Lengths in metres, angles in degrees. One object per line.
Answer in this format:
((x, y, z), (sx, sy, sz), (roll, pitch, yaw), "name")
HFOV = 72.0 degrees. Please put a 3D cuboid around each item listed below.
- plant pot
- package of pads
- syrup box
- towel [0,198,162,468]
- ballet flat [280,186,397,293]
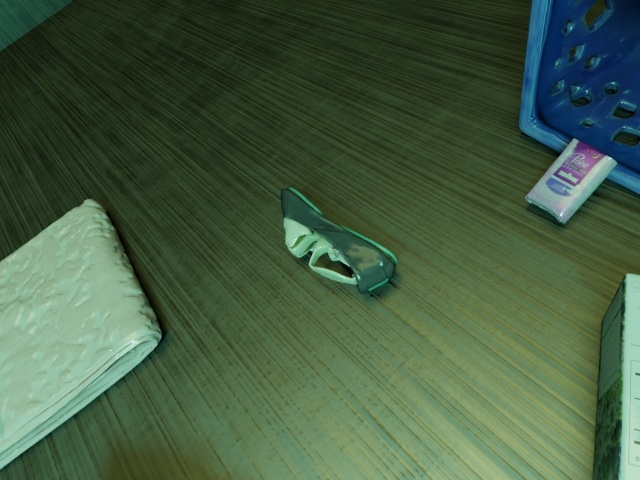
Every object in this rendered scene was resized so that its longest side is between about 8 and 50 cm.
((0.374, -0.203, 0.441), (0.212, 0.236, 0.236), (-33, 51, -11), "plant pot")
((0.275, -0.065, 0.487), (0.083, 0.032, 0.050), (-54, 54, 13), "package of pads")
((0.260, 0.152, 0.318), (0.096, 0.093, 0.237), (7, 60, 25), "syrup box")
((-0.411, 0.119, 0.631), (0.317, 0.053, 0.332), (-38, 53, -7), "towel")
((0.000, 0.000, 0.544), (0.074, 0.074, 0.203), (-46, 55, -13), "ballet flat")
